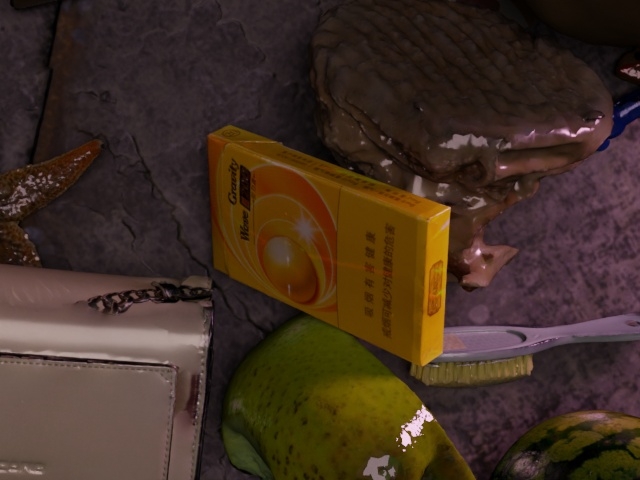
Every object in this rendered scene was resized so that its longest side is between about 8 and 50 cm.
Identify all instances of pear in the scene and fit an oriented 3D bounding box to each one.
[{"bbox_3d":[0.028,0.216,1.161,0.159,0.292,0.292,-38,95,-15],"label":"pear"}]

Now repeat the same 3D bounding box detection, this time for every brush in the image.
[{"bbox_3d":[0.220,0.118,1.281,0.297,0.068,0.060,-5,110,-9],"label":"brush"}]

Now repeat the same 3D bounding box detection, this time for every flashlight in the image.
[{"bbox_3d":[0.330,-0.144,1.295,0.121,0.035,0.057,-32,124,10],"label":"flashlight"}]

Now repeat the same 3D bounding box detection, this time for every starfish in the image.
[{"bbox_3d":[-0.314,-0.004,1.214,0.138,0.050,0.247,20,98,-5],"label":"starfish"}]

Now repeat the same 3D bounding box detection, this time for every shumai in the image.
[{"bbox_3d":[0.110,-0.083,1.222,0.267,0.262,0.314,-24,50,-35],"label":"shumai"}]

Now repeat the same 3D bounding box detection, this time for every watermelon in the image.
[{"bbox_3d":[0.304,0.249,1.223,0.303,0.128,0.159,-4,85,-27],"label":"watermelon"}]

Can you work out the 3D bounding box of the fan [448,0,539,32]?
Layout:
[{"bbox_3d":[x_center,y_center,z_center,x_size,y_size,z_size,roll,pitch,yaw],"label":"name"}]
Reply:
[{"bbox_3d":[0.164,-0.242,1.295,0.153,0.008,0.226,19,87,-8],"label":"fan"}]

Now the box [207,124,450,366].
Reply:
[{"bbox_3d":[0.000,0.000,1.141,0.043,0.269,0.152,-27,127,-42],"label":"box"}]

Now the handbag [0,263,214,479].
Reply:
[{"bbox_3d":[-0.285,0.133,1.139,0.359,0.160,0.236,6,114,-8],"label":"handbag"}]

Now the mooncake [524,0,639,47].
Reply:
[{"bbox_3d":[0.372,-0.376,1.107,0.467,0.262,0.467,-21,121,-40],"label":"mooncake"}]

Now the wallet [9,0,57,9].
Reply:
[{"bbox_3d":[-0.224,-0.304,1.232,0.198,0.031,0.110,-15,91,-8],"label":"wallet"}]

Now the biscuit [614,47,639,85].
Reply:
[{"bbox_3d":[0.384,-0.178,1.318,0.119,0.019,0.130,-32,94,-6],"label":"biscuit"}]
